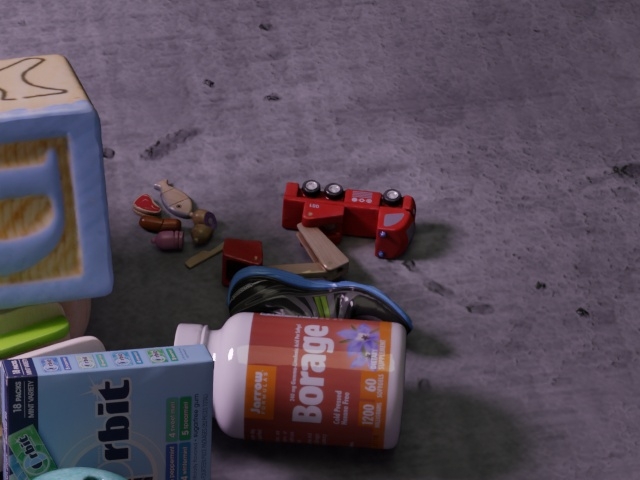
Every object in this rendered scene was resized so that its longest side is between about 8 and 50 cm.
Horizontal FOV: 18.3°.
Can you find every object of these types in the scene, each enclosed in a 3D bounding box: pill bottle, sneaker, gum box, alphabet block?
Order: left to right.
[{"bbox_3d":[-0.310,-0.056,1.897,0.192,0.193,0.197,-6,21,-13],"label":"alphabet block"},{"bbox_3d":[-0.190,0.176,1.774,0.184,0.157,0.041,-5,23,-16],"label":"gum box"},{"bbox_3d":[-0.030,0.130,1.872,0.216,0.121,0.121,3,44,1],"label":"pill bottle"},{"bbox_3d":[-0.002,0.078,1.980,0.188,0.067,0.078,9,65,4],"label":"sneaker"}]

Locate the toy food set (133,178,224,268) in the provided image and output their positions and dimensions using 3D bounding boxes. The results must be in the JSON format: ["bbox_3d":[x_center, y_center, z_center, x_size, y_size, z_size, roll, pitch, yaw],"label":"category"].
[{"bbox_3d":[-0.155,-0.021,2.097,0.078,0.019,0.122,-30,53,-30],"label":"toy food set"}]

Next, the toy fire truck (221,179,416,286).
[{"bbox_3d":[0.000,0.000,2.063,0.192,0.047,0.135,7,44,3],"label":"toy fire truck"}]

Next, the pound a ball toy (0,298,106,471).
[{"bbox_3d":[-0.329,0.147,1.856,0.319,0.136,0.208,-18,24,-22],"label":"pound a ball toy"}]

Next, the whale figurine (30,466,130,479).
[{"bbox_3d":[-0.229,0.273,1.643,0.216,0.141,0.272,24,20,28],"label":"whale figurine"}]
